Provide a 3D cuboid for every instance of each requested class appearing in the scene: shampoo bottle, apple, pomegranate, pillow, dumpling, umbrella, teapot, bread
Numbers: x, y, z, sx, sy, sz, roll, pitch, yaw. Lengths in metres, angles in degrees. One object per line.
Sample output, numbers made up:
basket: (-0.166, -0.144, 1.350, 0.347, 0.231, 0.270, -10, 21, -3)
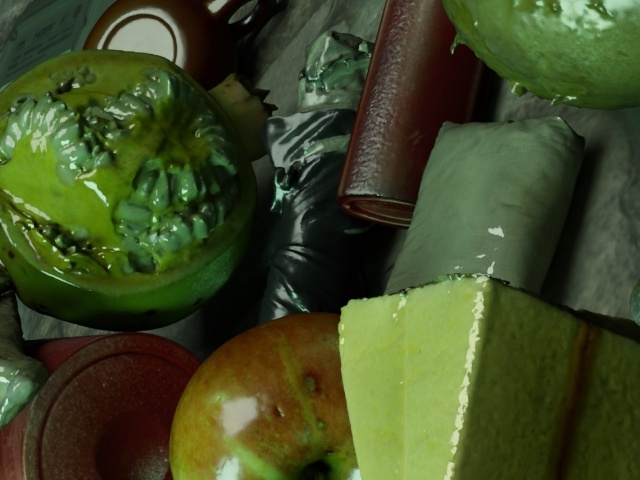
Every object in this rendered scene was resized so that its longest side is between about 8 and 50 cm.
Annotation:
shampoo bottle: (0.090, -0.138, 1.296, 0.064, 0.102, 0.260, 72, -149, -67)
apple: (-0.010, 0.144, 1.137, 0.196, 0.196, 0.196, -38, 39, 38)
pomegranate: (-0.158, -0.055, 1.445, 0.260, 0.340, 0.260, 39, 142, 39)
pillow: (0.119, -0.007, 1.160, 0.134, 0.077, 0.181, -10, 56, 52)
dumpling: (-0.322, 0.109, 1.359, 0.166, 0.086, 0.332, -40, 16, -6)
umbrella: (-0.006, -0.001, 1.320, 0.106, 0.113, 0.358, -17, 56, 55)
teapot: (-0.146, -0.189, 1.692, 0.252, 0.135, 0.178, -37, 70, 10)
bread: (0.090, 0.164, 0.981, 0.163, 0.167, 0.264, -15, 56, 55)

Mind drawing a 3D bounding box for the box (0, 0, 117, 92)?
box: (-0.318, -0.153, 1.936, 0.396, 0.111, 0.397, -15, 54, 54)

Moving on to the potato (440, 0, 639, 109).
potato: (0.237, -0.231, 1.012, 0.359, 0.219, 0.270, -15, 64, 45)

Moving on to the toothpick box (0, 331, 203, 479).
toothpick box: (-0.245, 0.188, 1.463, 0.333, 0.204, 0.204, -10, 59, 56)

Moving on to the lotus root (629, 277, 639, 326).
lotus root: (0.257, 0.029, 0.900, 0.192, 0.088, 0.113, -32, 59, 42)
